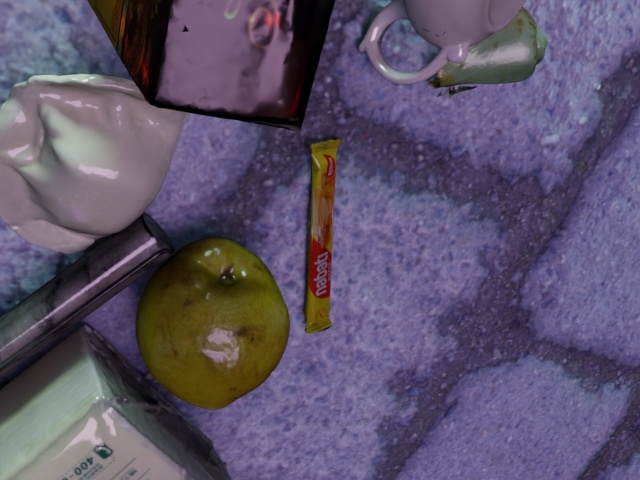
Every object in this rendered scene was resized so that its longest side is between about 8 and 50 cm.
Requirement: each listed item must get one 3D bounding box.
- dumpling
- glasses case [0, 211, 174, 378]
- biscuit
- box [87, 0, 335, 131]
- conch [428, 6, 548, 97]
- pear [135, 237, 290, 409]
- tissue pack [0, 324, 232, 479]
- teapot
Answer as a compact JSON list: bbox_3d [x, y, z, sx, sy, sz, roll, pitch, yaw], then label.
[{"bbox_3d":[-0.260,-0.085,0.810,0.179,0.131,0.252,15,132,-41],"label":"dumpling"},{"bbox_3d":[-0.309,0.078,0.895,0.299,0.114,0.060,-36,100,-3],"label":"glasses case"},{"bbox_3d":[0.000,0.000,1.045,0.048,0.026,0.292,-21,126,-37],"label":"biscuit"},{"bbox_3d":[-0.100,-0.278,0.606,0.115,0.415,0.264,5,114,-27],"label":"box"},{"bbox_3d":[0.216,-0.247,0.987,0.170,0.079,0.106,-18,109,-11],"label":"conch"},{"bbox_3d":[-0.131,0.100,0.937,0.200,0.200,0.200,-11,120,-20],"label":"pear"},{"bbox_3d":[-0.334,0.339,0.957,0.380,0.207,0.297,-38,124,-3],"label":"tissue pack"},{"bbox_3d":[0.156,-0.313,0.878,0.166,0.208,0.300,40,109,8],"label":"teapot"}]
